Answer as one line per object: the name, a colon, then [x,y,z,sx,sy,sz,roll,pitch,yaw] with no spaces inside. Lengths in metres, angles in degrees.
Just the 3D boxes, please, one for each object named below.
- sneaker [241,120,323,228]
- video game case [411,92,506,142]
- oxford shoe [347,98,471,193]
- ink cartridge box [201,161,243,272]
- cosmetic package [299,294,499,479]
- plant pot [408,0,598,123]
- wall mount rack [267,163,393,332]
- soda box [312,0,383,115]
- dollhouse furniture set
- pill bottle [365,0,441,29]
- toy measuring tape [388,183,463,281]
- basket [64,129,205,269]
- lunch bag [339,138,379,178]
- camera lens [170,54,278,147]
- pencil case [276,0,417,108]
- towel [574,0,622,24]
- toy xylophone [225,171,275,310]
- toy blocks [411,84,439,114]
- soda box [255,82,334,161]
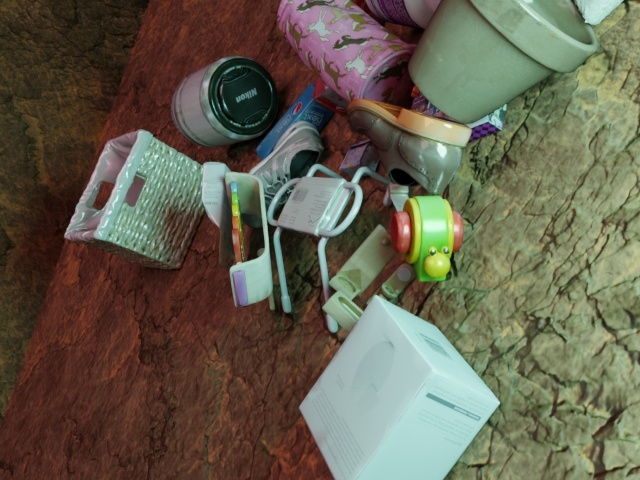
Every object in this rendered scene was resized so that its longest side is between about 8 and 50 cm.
sneaker: [-0.093,-0.137,2.053,0.281,0.105,0.115,-57,35,18]
video game case: [0.252,-0.263,1.641,0.232,0.042,0.210,-19,51,53]
oxford shoe: [0.129,-0.171,1.603,0.364,0.130,0.132,-143,65,-66]
ink cartridge box: [-0.224,-0.040,2.068,0.189,0.066,0.232,55,-141,-72]
cosmetic package: [0.107,0.244,1.334,0.224,0.138,0.224,-55,28,11]
plant pot: [0.265,-0.311,1.431,0.229,0.263,0.263,-47,31,30]
wall mount rack: [0.000,0.000,1.760,0.304,0.130,0.350,-63,26,-7]
soda box: [0.065,-0.422,2.047,0.083,0.092,0.263,-20,49,53]
dollhouse furniture set: [0.094,0.078,1.500,0.123,0.144,0.151,-50,-6,22]
pill bottle: [0.214,-0.499,1.779,0.169,0.169,0.301,-60,27,5]
toy measuring tape: [0.166,-0.049,1.522,0.121,0.121,0.330,-51,25,21]
basket: [-0.510,-0.103,2.560,0.331,0.266,0.328,1,66,59]
lunch bag: [0.086,-0.174,1.837,0.071,0.053,0.083,-7,51,56]
camera lens: [-0.257,-0.364,2.409,0.274,0.219,0.219,-3,63,59]
pencil case: [0.054,-0.406,1.870,0.386,0.167,0.160,48,136,40]
towel: [0.466,-0.483,1.468,0.187,0.049,0.282,-45,33,32]
toy xylophone: [-0.148,0.013,1.908,0.322,0.081,0.236,-100,5,-54]
toy blocks: [0.203,-0.293,1.644,0.123,0.054,0.148,-5,61,58]
soda box: [-0.057,-0.261,2.116,0.210,0.067,0.071,-49,31,12]
